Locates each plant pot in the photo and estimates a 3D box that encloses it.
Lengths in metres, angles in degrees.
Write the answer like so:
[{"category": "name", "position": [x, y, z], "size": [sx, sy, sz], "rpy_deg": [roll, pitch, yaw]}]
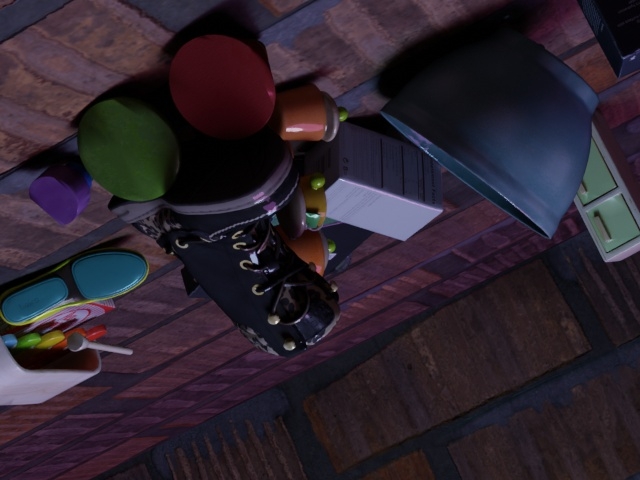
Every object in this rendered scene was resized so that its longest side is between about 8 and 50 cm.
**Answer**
[{"category": "plant pot", "position": [0.256, -0.165, 1.845], "size": [0.196, 0.293, 0.293], "rpy_deg": [-52, 164, 3]}]

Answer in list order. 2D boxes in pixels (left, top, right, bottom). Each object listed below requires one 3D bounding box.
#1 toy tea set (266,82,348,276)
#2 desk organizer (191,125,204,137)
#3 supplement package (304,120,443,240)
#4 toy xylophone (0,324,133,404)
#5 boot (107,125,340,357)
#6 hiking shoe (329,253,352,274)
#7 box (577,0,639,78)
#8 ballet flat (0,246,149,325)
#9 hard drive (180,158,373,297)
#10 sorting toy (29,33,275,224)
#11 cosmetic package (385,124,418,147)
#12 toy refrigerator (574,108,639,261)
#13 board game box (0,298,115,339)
[{"category": "toy tea set", "position": [-0.025, -0.071, 1.820], "size": [0.124, 0.200, 0.336], "rpy_deg": [-10, 157, -24]}, {"category": "desk organizer", "position": [-0.116, -0.155, 1.649], "size": [0.050, 0.047, 0.130], "rpy_deg": [-22, 167, -21]}, {"category": "supplement package", "position": [0.078, -0.086, 1.980], "size": [0.179, 0.105, 0.105], "rpy_deg": [17, 145, -26]}, {"category": "toy xylophone", "position": [-0.435, 0.185, 2.109], "size": [0.236, 0.081, 0.323], "rpy_deg": [-26, 167, 7]}, {"category": "boot", "position": [-0.078, 0.008, 1.638], "size": [0.377, 0.284, 0.138], "rpy_deg": [-8, -140, 55]}, {"category": "hiking shoe", "position": [0.000, 0.000, 2.411], "size": [0.114, 0.086, 0.227], "rpy_deg": [-7, 157, -14]}, {"category": "box", "position": [0.418, -0.317, 1.724], "size": [0.156, 0.158, 0.093], "rpy_deg": [-25, 167, 2]}, {"category": "ballet flat", "position": [-0.370, 0.063, 2.014], "size": [0.231, 0.077, 0.077], "rpy_deg": [-20, -173, -8]}, {"category": "hard drive", "position": [-0.043, -0.012, 2.162], "size": [0.237, 0.064, 0.339], "rpy_deg": [2, 149, -38]}, {"category": "sorting toy", "position": [-0.181, -0.138, 1.554], "size": [0.365, 0.127, 0.126], "rpy_deg": [-29, -164, 31]}, {"category": "cosmetic package", "position": [0.219, -0.187, 2.078], "size": [0.239, 0.060, 0.099], "rpy_deg": [-21, 168, -15]}, {"category": "toy refrigerator", "position": [0.515, -0.103, 2.470], "size": [0.102, 0.269, 0.094], "rpy_deg": [-31, 165, 29]}, {"category": "board game box", "position": [-0.442, 0.122, 2.139], "size": [0.193, 0.045, 0.147], "rpy_deg": [-27, 166, 10]}]
